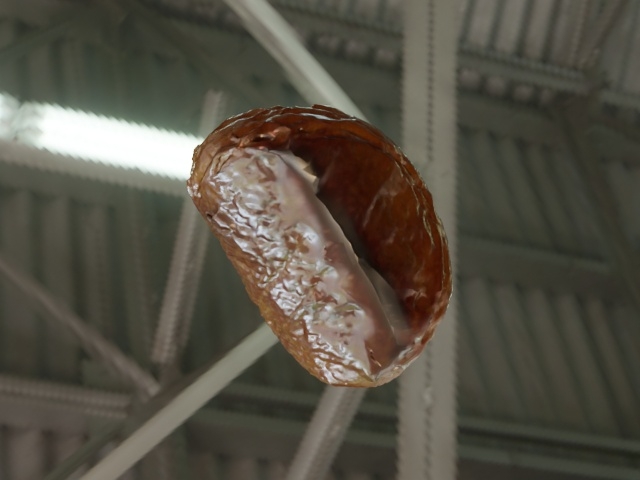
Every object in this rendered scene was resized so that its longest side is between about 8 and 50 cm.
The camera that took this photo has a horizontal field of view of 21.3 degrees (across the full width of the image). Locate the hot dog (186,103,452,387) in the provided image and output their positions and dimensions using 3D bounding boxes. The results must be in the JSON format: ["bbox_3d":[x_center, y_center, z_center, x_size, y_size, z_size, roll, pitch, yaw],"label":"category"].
[{"bbox_3d":[0.002,0.000,1.229,0.226,0.161,0.099,65,-158,-19],"label":"hot dog"}]
